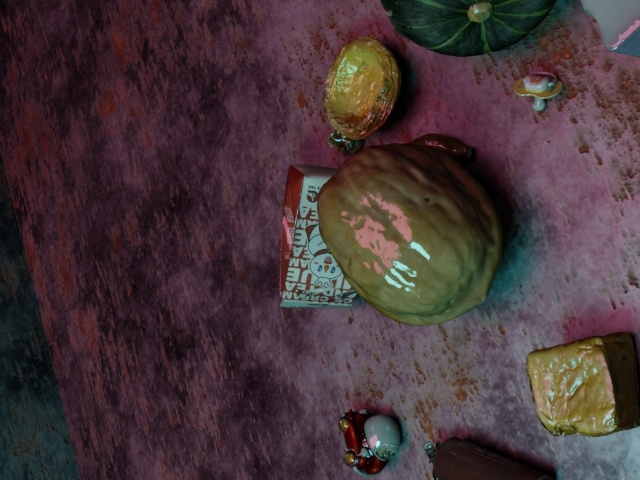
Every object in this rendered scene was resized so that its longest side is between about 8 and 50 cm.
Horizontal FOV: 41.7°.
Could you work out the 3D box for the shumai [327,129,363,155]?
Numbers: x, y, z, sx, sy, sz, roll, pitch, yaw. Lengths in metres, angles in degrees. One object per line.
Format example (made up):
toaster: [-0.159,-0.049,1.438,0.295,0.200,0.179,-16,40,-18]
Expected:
shumai: [0.044,-0.218,1.775,0.082,0.080,0.083,53,129,33]

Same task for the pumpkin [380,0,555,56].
pumpkin: [0.246,-0.455,1.385,0.323,0.323,0.241,-41,35,40]

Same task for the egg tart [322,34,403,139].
egg tart: [0.093,-0.305,1.703,0.212,0.090,0.213,-11,75,44]

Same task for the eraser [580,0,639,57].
eraser: [0.517,-0.346,1.057,0.272,0.359,0.122,-44,62,40]

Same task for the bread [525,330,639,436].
bread: [0.428,0.233,1.341,0.143,0.149,0.158,-17,80,43]

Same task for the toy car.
toy car: [0.110,0.404,1.732,0.112,0.112,0.139,-35,57,26]

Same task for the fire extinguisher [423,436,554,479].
fire extinguisher: [0.292,0.430,1.540,0.268,0.104,0.105,12,101,46]

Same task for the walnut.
walnut: [0.164,-0.006,1.496,0.344,0.306,0.306,42,122,26]

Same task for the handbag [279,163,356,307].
handbag: [0.000,0.000,1.747,0.151,0.171,0.298,-132,49,-69]

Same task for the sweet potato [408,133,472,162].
sweet potato: [0.193,-0.157,1.636,0.233,0.062,0.081,-25,92,42]

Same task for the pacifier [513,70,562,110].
pacifier: [0.376,-0.256,1.447,0.083,0.068,0.064,15,137,31]
